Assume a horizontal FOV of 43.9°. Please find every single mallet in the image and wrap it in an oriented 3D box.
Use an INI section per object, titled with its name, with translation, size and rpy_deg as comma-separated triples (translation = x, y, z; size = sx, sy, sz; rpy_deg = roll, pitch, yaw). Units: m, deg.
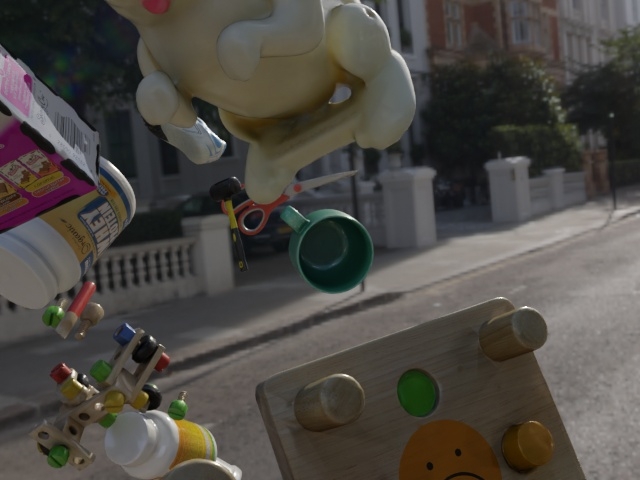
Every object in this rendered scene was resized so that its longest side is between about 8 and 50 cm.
[mallet]
translation = -0.181, -0.029, 1.589
size = 0.062, 0.190, 0.039
rpy_deg = -9, -1, 37

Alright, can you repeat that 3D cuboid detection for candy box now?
[candy box]
translation = -0.308, -0.098, 0.620
size = 0.159, 0.071, 0.233
rpy_deg = -22, -37, 15

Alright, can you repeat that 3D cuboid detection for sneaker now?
[sneaker]
translation = -0.306, -0.251, 1.734
size = 0.237, 0.085, 0.086
rpy_deg = 41, 35, 16

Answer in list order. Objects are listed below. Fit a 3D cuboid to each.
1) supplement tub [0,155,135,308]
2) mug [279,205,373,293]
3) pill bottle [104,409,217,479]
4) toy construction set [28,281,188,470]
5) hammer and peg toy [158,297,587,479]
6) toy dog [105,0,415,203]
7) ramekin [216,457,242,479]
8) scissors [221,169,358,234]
[supplement tub]
translation = -0.365, -0.018, 1.092
size = 0.144, 0.144, 0.200
rpy_deg = -3, 40, 34
[mug]
translation = 0.009, 0.001, 1.305
size = 0.129, 0.158, 0.097
rpy_deg = -18, 15, -10
[pill bottle]
translation = -0.327, 0.423, 1.619
size = 0.136, 0.136, 0.246
rpy_deg = -4, -24, 23
[toy construction set]
translation = -0.426, 0.267, 1.443
size = 0.257, 0.309, 0.237
rpy_deg = -7, 31, 13
[hammer and peg toy]
translation = 0.056, 0.212, 0.605
size = 0.361, 0.266, 0.127
rpy_deg = -16, -12, -28
[toy dog]
translation = -0.101, -0.301, 0.967
size = 0.284, 0.395, 0.408
rpy_deg = -13, -34, 39
[ramekin]
translation = -0.320, 0.624, 1.897
size = 0.273, 0.127, 0.273
rpy_deg = -49, 5, 6
[scissors]
translation = -0.070, -0.116, 1.699
size = 0.297, 0.109, 0.021
rpy_deg = -30, 4, 7
